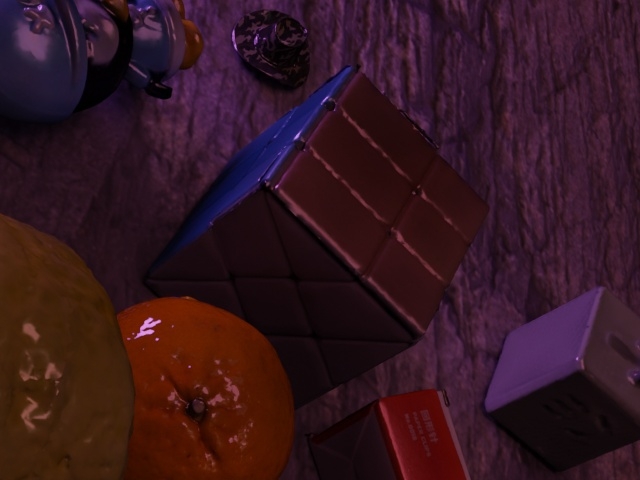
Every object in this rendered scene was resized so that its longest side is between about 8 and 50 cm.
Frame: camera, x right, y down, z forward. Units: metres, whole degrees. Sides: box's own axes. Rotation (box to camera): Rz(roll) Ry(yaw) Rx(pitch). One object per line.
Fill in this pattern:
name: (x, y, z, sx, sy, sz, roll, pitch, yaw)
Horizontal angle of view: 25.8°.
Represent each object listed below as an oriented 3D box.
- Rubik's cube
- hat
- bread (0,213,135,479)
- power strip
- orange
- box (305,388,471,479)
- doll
Rubik's cube: (0.000, 0.000, 1.447, 0.221, 0.231, 0.224, 45, 44, -12)
hat: (-0.045, -0.239, 1.672, 0.121, 0.050, 0.121, 22, 50, -30)
bread: (-0.321, 0.123, 1.046, 0.308, 0.348, 0.348, 18, 55, -40)
power strip: (0.323, 0.153, 1.625, 0.140, 0.224, 0.139, 40, 47, -14)
orange: (-0.128, 0.159, 1.281, 0.219, 0.193, 0.219, 7, 79, -39)
box: (0.082, 0.255, 1.432, 0.099, 0.133, 0.182, -5, 68, -40)
doll: (-0.257, -0.208, 1.416, 0.314, 0.141, 0.177, -16, 71, -47)
